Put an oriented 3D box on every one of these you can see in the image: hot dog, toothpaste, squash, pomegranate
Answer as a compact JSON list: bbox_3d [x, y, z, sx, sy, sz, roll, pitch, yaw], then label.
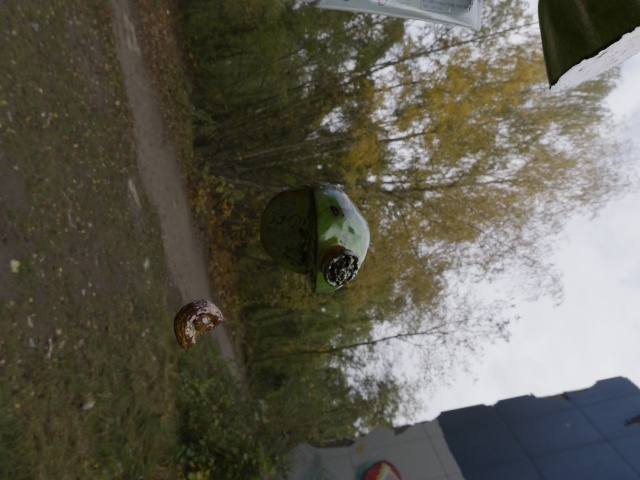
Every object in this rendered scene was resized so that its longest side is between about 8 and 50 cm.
[{"bbox_3d":[-0.248,0.166,0.851,0.065,0.099,0.147,47,-27,8],"label":"hot dog"},{"bbox_3d":[0.067,-0.205,0.354,0.033,0.218,0.052,23,-59,53],"label":"toothpaste"},{"bbox_3d":[0.219,-0.209,0.355,0.105,0.105,0.132,127,-58,-80],"label":"squash"},{"bbox_3d":[0.009,-0.003,0.556,0.169,0.122,0.143,21,-63,46],"label":"pomegranate"}]
